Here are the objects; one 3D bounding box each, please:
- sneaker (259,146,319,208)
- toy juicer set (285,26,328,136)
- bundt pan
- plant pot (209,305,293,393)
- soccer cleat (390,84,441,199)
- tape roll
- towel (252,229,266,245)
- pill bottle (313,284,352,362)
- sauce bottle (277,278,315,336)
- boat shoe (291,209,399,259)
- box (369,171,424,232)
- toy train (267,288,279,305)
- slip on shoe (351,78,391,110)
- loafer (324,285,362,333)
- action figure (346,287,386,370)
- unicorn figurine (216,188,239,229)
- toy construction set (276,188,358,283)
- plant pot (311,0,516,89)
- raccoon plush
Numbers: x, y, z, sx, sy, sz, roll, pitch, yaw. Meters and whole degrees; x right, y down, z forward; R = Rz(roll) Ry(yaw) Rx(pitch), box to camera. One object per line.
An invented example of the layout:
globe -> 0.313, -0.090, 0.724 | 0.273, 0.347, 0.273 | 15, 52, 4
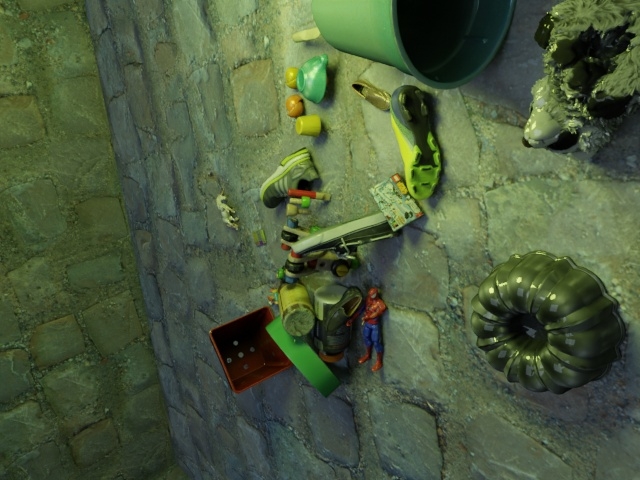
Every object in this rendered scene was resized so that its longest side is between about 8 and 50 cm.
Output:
sneaker -> -0.108, -0.180, 1.667 | 0.121, 0.111, 0.300 | 58, 142, 10
toy juicer set -> -0.033, -0.495, 1.480 | 0.209, 0.089, 0.329 | -122, 34, -45
bundt pan -> 0.477, 0.196, 1.102 | 0.331, 0.124, 0.331 | 22, 120, 43
plant pot -> -0.307, 0.463, 2.055 | 0.267, 0.267, 0.236 | 64, 153, 10
soccer cleat -> 0.239, -0.249, 1.260 | 0.121, 0.093, 0.289 | -133, 30, -74
tape roll -> -0.060, 0.399, 1.721 | 0.321, 0.077, 0.321 | 48, 172, 8
towel -> -0.244, -0.012, 1.968 | 0.083, 0.009, 0.060 | -12, 94, 51
pill bottle -> 0.040, 0.283, 1.650 | 0.130, 0.130, 0.245 | 24, 121, 43
sauce bottle -> -0.090, 0.198, 1.683 | 0.344, 0.111, 0.111 | -112, 20, -67
boat shoe -> 0.073, 0.001, 1.408 | 0.113, 0.306, 0.105 | -132, 23, -82
box -> 0.205, -0.103, 1.338 | 0.094, 0.027, 0.137 | -30, 76, 6
toy train -> -0.166, 0.268, 1.957 | 0.166, 0.046, 0.125 | 42, 132, 32
slip on shoe -> 0.138, -0.394, 1.335 | 0.135, 0.041, 0.051 | 48, 136, 26
loafer -> 0.070, 0.218, 1.522 | 0.170, 0.062, 0.061 | -58, 17, 6
action figure -> 0.138, 0.283, 1.536 | 0.091, 0.139, 0.280 | 22, 118, 43
unicorn figurine -> -0.392, -0.123, 2.060 | 0.111, 0.060, 0.162 | 21, 120, 43
toy construction set -> 0.000, 0.000, 1.580 | 0.257, 0.237, 0.309 | -160, 76, -78
plant pot -> 0.170, -0.516, 1.048 | 0.334, 0.341, 0.341 | 32, 128, 49
raccoon plush -> 0.556, -0.290, 0.831 | 0.446, 0.299, 0.216 | -18, 73, 20
